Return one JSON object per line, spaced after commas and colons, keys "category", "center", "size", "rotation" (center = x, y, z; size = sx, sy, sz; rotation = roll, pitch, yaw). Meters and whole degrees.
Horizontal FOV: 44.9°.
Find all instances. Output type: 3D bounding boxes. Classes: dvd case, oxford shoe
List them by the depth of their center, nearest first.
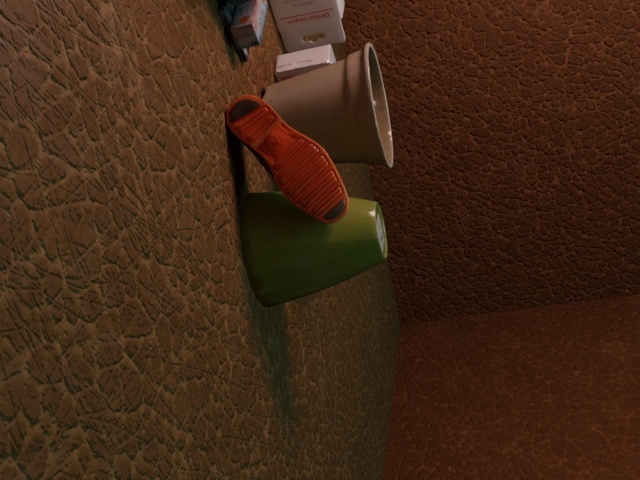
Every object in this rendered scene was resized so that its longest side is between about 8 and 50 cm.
{"category": "oxford shoe", "center": [-0.060, -0.175, 1.738], "size": [0.363, 0.130, 0.133], "rotation": [50, -1, 16]}
{"category": "dvd case", "center": [-0.208, -0.577, 1.915], "size": [0.164, 0.018, 0.221], "rotation": [62, 23, -53]}

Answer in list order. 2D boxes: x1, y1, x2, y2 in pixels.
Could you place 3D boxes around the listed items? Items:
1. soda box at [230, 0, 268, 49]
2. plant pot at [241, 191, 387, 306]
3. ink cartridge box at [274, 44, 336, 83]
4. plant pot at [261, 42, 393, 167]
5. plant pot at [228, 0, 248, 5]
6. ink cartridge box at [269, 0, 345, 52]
{"category": "soda box", "center": [-0.172, -0.543, 1.877], "size": [0.063, 0.058, 0.183], "rotation": [68, 20, -44]}
{"category": "plant pot", "center": [0.000, 0.000, 1.806], "size": [0.275, 0.294, 0.274], "rotation": [-9, 90, -78]}
{"category": "ink cartridge box", "center": [-0.020, -0.447, 2.307], "size": [0.237, 0.172, 0.100], "rotation": [68, 18, -45]}
{"category": "plant pot", "center": [0.014, -0.334, 2.077], "size": [0.334, 0.306, 0.333], "rotation": [-8, 90, -78]}
{"category": "plant pot", "center": [-0.170, -0.675, 1.808], "size": [0.165, 0.166, 0.234], "rotation": [53, 37, -47]}
{"category": "ink cartridge box", "center": [-0.051, -0.756, 2.304], "size": [0.119, 0.207, 0.353], "rotation": [-82, 160, -49]}
